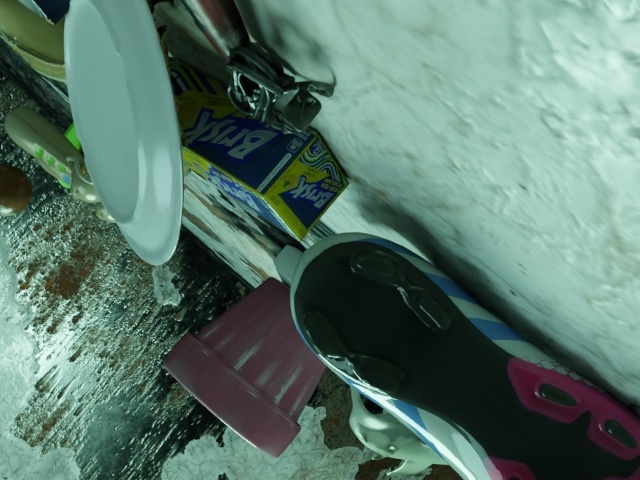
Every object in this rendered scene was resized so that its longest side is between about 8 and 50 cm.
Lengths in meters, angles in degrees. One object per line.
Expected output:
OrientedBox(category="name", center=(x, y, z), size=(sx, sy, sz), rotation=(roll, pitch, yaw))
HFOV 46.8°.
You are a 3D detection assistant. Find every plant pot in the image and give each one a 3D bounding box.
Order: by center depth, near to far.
OrientedBox(category="plant pot", center=(-0.076, 0.156, 0.986), size=(0.201, 0.180, 0.201), rotation=(40, 170, 8))

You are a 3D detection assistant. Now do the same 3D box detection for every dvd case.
OrientedBox(category="dvd case", center=(0.000, 0.000, 0.713), size=(0.119, 0.013, 0.087), rotation=(40, 171, 11))

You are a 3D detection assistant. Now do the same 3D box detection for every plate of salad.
OrientedBox(category="plate of salad", center=(-0.117, -0.083, 0.467), size=(0.200, 0.048, 0.199), rotation=(34, 131, 51))

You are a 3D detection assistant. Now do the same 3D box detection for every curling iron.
OrientedBox(category="curling iron", center=(-0.048, -0.117, 0.273), size=(0.068, 0.035, 0.274), rotation=(32, 169, 22))

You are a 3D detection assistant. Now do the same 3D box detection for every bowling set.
OrientedBox(category="bowling set", center=(-0.241, -0.075, 0.787), size=(0.154, 0.200, 0.287), rotation=(38, 175, 5))

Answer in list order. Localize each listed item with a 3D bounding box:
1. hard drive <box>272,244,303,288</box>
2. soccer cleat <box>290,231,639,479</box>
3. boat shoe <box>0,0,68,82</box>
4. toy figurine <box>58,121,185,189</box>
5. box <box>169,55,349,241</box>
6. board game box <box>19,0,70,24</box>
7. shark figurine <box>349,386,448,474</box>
OrientedBox(category="hard drive", center=(0.034, 0.113, 1.042), size=(0.203, 0.040, 0.307), rotation=(39, 170, 11))
OrientedBox(category="soccer cleat", center=(0.120, 0.109, 0.512), size=(0.331, 0.116, 0.143), rotation=(43, -173, -1))
OrientedBox(category="boat shoe", center=(-0.243, -0.184, 0.594), size=(0.190, 0.068, 0.072), rotation=(34, -174, 34))
OrientedBox(category="toy figurine", center=(-0.265, -0.099, 1.071), size=(0.159, 0.130, 0.173), rotation=(29, -170, 13))
OrientedBox(category="box", center=(-0.062, -0.067, 0.510), size=(0.169, 0.054, 0.059), rotation=(32, 168, 38))
OrientedBox(category="board game box", center=(-0.263, -0.256, 0.455), size=(0.165, 0.042, 0.243), rotation=(37, 171, 21))
OrientedBox(category="shark figurine", center=(0.096, 0.216, 0.926), size=(0.278, 0.116, 0.166), rotation=(27, 138, -37))
